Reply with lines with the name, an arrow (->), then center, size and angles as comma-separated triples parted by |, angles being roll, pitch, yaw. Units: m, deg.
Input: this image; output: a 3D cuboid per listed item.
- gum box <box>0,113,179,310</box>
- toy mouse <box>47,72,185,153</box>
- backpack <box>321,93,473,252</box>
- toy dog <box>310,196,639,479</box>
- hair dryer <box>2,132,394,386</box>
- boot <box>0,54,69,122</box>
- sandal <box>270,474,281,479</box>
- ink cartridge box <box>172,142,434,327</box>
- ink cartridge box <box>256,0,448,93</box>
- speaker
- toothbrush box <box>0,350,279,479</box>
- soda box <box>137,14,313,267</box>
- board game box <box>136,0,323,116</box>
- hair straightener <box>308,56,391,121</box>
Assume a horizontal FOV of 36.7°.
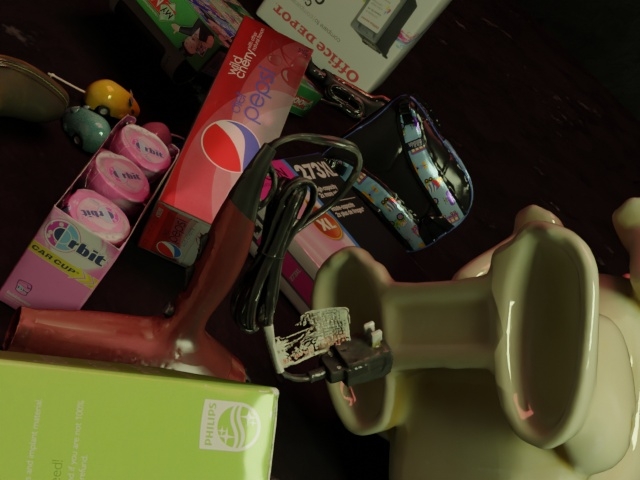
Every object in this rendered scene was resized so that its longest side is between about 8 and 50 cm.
gum box -> -0.190, -0.020, 0.819 | 0.062, 0.107, 0.188 | 34, 29, -11
toy mouse -> -0.207, -0.116, 0.999 | 0.161, 0.031, 0.143 | 20, 37, -24
backpack -> 0.103, -0.080, 1.212 | 0.173, 0.158, 0.117 | 52, 10, -6
toy dog -> 0.252, 0.147, 0.889 | 0.408, 0.284, 0.395 | -1, 76, -44
hair dryer -> -0.095, 0.045, 0.745 | 0.293, 0.223, 0.080 | -18, 21, -12
boot -> -0.318, -0.111, 0.855 | 0.219, 0.082, 0.106 | 12, 62, -48
sandal -> -0.160, 0.144, 0.627 | 0.446, 0.107, 0.167 | 28, 31, -21
ink cartridge box -> 0.000, 0.000, 1.070 | 0.371, 0.069, 0.176 | 47, 30, 16
ink cartridge box -> 0.083, -0.402, 1.466 | 0.226, 0.306, 0.131 | 41, 29, 1
speaker -> -0.200, -0.257, 1.190 | 0.136, 0.055, 0.055 | 49, 30, 14
toothbrush box -> -0.186, 0.109, 0.450 | 0.283, 0.206, 0.122 | 8, 81, -18
soda box -> -0.091, -0.098, 0.962 | 0.083, 0.092, 0.263 | 25, 53, -10
board game box -> -0.130, -0.267, 1.210 | 0.213, 0.046, 0.317 | 49, 14, 16
hair straightener -> 0.066, -0.203, 1.439 | 0.230, 0.047, 0.089 | 33, 29, -14
